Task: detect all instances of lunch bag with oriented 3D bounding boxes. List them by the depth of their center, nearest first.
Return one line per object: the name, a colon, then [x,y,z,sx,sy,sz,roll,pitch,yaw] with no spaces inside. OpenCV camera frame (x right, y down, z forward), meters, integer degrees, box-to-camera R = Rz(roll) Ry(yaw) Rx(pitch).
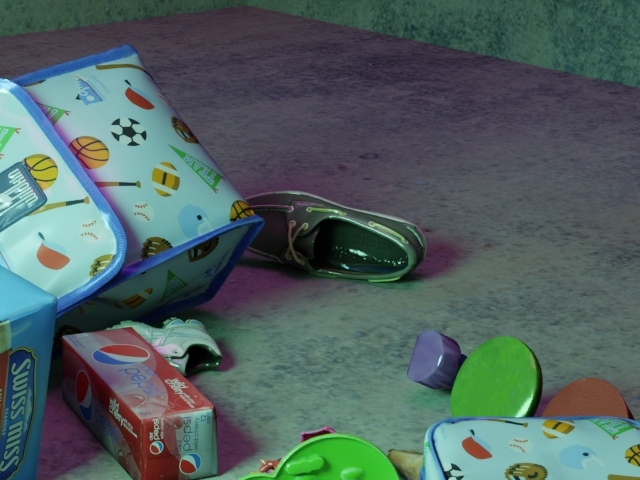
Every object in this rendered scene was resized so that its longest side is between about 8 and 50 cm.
lunch bag: [0.205,0.262,1.438,0.243,0.115,0.303,-2,25,-8]
lunch bag: [-0.321,-0.041,2.068,0.385,0.239,0.328,-22,67,-39]

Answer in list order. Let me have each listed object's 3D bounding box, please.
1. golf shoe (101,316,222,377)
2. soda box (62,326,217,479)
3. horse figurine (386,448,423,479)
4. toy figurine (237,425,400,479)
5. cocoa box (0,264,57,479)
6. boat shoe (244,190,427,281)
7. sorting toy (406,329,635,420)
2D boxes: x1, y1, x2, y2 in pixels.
golf shoe: [-0.200,0.138,1.988,0.176,0.069,0.086,-12,28,-34]
soda box: [-0.205,0.180,1.821,0.092,0.083,0.263,-7,19,-26]
horse figurine: [0.147,0.258,1.648,0.174,0.066,0.263,10,15,2]
toy figurine: [-0.014,0.242,1.633,0.173,0.130,0.159,-8,7,-4]
cocoa box: [-0.469,0.114,1.654,0.347,0.231,0.228,27,29,30]
boat shoe: [0.001,-0.005,2.384,0.305,0.109,0.091,9,14,9]
sorting toy: [0.248,0.193,1.860,0.126,0.127,0.365,26,-2,-36]
